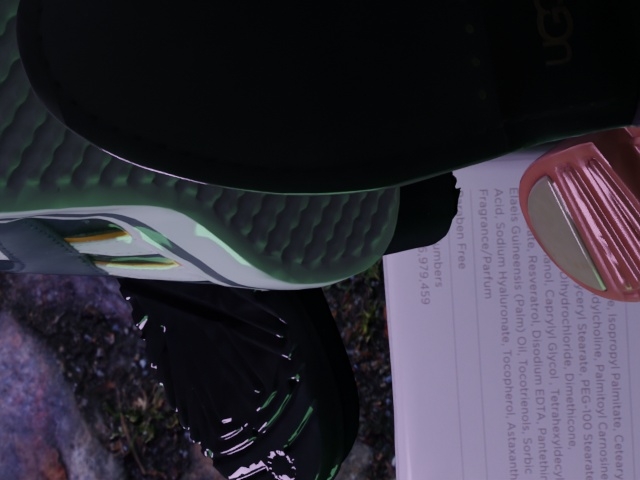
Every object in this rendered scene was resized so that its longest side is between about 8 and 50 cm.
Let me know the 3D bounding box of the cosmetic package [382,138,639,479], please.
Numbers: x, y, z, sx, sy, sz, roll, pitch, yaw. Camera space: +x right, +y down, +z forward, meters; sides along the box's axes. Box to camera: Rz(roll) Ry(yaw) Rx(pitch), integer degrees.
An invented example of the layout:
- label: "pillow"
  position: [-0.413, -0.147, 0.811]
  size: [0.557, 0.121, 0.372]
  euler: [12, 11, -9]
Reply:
- label: "cosmetic package"
  position: [0.272, 0.059, 1.636]
  size: [0.394, 0.327, 0.329]
  euler: [-2, -173, 10]

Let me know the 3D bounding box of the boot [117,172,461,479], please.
- label: "boot"
  position: [0.000, 0.000, 0.900]
  size: [0.207, 0.246, 0.094]
  euler: [-10, 146, -43]

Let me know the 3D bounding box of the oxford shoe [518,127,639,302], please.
- label: "oxford shoe"
  position: [0.267, -0.070, 0.996]
  size: [0.146, 0.140, 0.397]
  euler: [-39, -166, -28]

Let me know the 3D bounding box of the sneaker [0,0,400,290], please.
- label: "sneaker"
  position: [-0.094, -0.046, 0.708]
  size: [0.127, 0.126, 0.321]
  euler: [-4, 171, 34]

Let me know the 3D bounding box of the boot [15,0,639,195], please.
- label: "boot"
  position: [0.034, -0.060, 0.617]
  size: [0.263, 0.091, 0.229]
  euler: [-3, 180, -7]
